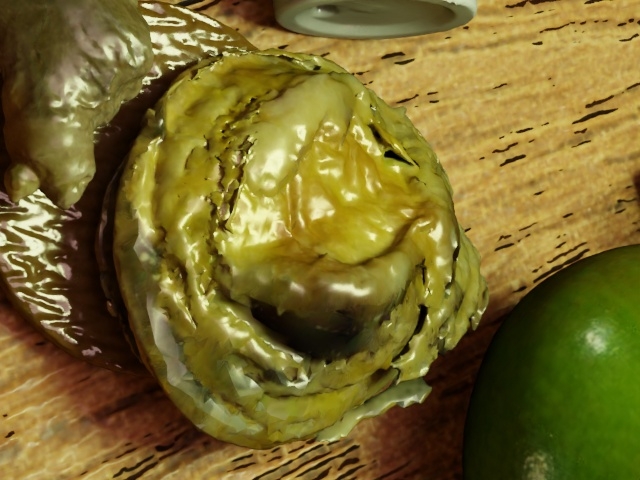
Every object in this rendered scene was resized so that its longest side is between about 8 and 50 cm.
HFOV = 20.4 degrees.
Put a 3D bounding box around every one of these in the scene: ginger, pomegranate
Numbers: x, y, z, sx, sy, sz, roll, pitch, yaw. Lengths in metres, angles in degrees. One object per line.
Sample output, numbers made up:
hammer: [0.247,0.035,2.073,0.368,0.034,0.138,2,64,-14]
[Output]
ginger: [-0.205,-0.180,1.118,0.166,0.080,0.333,-26,84,-18]
pomegranate: [0.219,0.176,1.204,0.216,0.358,0.309,-13,112,-12]

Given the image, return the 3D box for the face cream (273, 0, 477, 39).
face cream: [0.034,-0.337,1.258,0.145,0.145,0.369,1,84,-30]

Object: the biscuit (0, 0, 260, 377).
biscuit: [-0.114,-0.035,1.199,0.262,0.037,0.262,4,82,-30]

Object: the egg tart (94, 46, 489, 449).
egg tart: [0.000,0.000,1.175,0.297,0.132,0.297,8,75,-33]
